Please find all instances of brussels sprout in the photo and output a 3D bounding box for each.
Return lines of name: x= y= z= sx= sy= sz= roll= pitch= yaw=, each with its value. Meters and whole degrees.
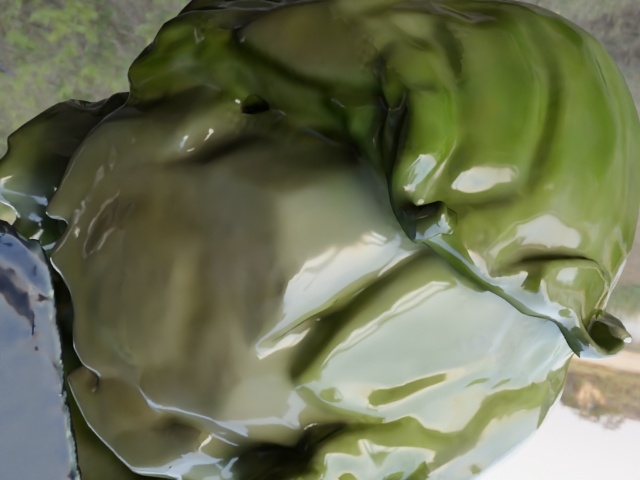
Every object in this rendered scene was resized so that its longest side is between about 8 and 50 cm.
brussels sprout: x=0.012 y=0.008 z=0.631 sx=0.426 sy=0.342 sz=0.361 roll=-10 pitch=174 yaw=36

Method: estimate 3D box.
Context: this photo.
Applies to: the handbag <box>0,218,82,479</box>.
handbag: x=-0.253 y=0.149 z=0.335 sx=0.122 sy=0.303 sz=0.329 roll=12 pitch=-158 yaw=41
